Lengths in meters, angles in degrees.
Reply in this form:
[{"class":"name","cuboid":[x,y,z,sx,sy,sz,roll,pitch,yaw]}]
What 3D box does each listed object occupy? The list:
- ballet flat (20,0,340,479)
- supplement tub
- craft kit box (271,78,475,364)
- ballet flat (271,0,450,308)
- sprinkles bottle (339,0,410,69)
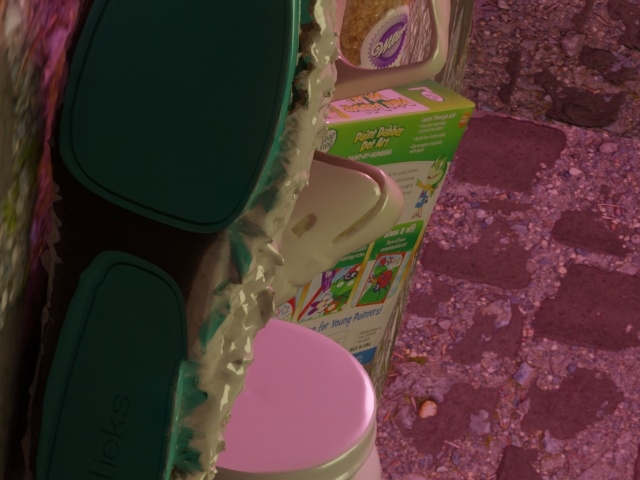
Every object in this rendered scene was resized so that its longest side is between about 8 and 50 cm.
[{"class":"ballet flat","cuboid":[-0.075,-0.018,1.055,0.147,0.147,0.409,-65,173,-63]},{"class":"supplement tub","cuboid":[-0.059,0.210,1.373,0.191,0.191,0.272,-69,168,-55]},{"class":"craft kit box","cuboid":[0.000,0.000,1.509,0.250,0.061,0.246,-12,131,-57]},{"class":"ballet flat","cuboid":[-0.016,-0.108,1.220,0.164,0.182,0.483,60,42,-81]},{"class":"sprinkles bottle","cuboid":[0.012,-0.179,1.539,0.121,0.121,0.355,-70,172,-51]}]
